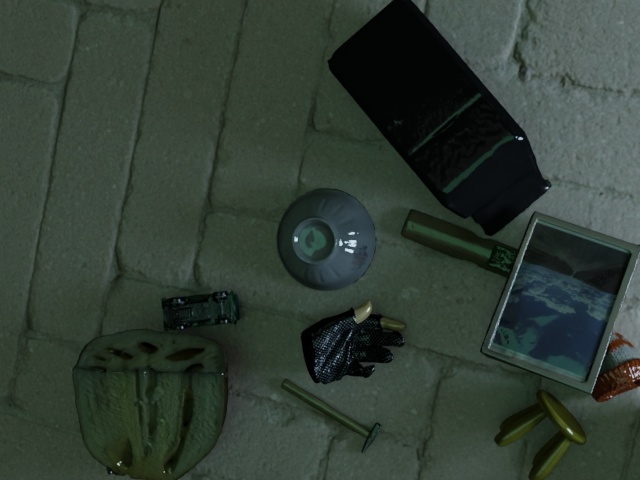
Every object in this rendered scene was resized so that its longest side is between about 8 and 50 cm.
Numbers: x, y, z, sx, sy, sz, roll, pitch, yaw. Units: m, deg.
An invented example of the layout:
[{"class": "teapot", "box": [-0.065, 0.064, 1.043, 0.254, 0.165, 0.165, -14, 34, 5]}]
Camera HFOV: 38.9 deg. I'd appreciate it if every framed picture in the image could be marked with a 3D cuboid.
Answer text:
[{"class": "framed picture", "box": [0.392, 0.098, 1.478, 0.189, 0.023, 0.260, 20, 83, 14]}]

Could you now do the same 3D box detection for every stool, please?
[{"class": "stool", "box": [0.365, 0.323, 1.507, 0.135, 0.134, 0.110, 34, 107, -34]}]

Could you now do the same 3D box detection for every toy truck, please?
[{"class": "toy truck", "box": [-0.220, 0.131, 1.676, 0.147, 0.079, 0.065, -7, 88, 16]}]

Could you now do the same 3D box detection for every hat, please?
[{"class": "hat", "box": [0.468, 0.176, 1.499, 0.112, 0.093, 0.162, -26, 66, 5]}]

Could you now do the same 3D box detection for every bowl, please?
[{"class": "bowl", "box": [0.000, 0.000, 1.611, 0.189, 0.086, 0.189, 1, 92, 15]}]

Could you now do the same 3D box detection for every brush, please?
[{"class": "brush", "box": [0.274, 0.018, 1.559, 0.282, 0.048, 0.054, 22, 92, 15]}]

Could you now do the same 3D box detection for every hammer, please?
[{"class": "hammer", "box": [0.012, 0.313, 1.651, 0.198, 0.013, 0.062, 29, 98, 13]}]

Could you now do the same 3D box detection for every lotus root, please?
[{"class": "lotus root", "box": [-0.294, 0.306, 1.661, 0.266, 0.149, 0.260, 2, 119, 1]}]

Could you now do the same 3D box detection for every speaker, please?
[{"class": "speaker", "box": [0.204, -0.204, 1.536, 0.180, 0.184, 0.388, -40, 71, 11]}]

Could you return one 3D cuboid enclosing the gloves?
[{"class": "gloves", "box": [0.062, 0.177, 1.604, 0.180, 0.106, 0.129, -15, 88, -14]}]
